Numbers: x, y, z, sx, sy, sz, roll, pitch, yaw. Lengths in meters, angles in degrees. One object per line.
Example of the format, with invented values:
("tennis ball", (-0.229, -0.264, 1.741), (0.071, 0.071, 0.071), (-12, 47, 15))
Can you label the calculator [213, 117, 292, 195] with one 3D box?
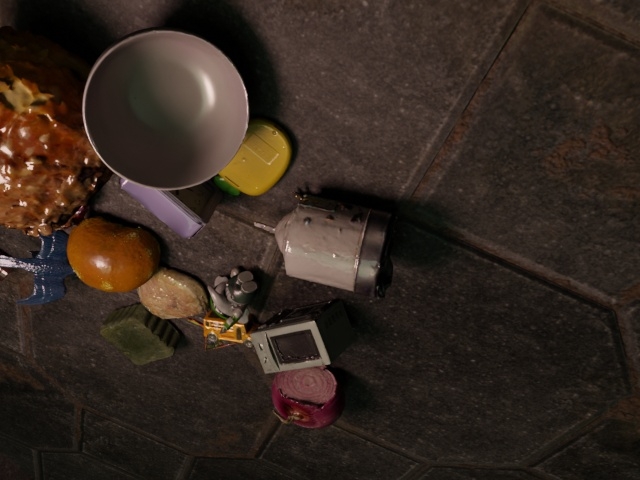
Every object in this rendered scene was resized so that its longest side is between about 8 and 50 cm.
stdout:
("calculator", (-0.150, -0.165, 1.256), (0.146, 0.032, 0.235), (37, 133, -14))

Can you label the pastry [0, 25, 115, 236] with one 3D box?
("pastry", (-0.553, -0.204, 1.182), (0.337, 0.292, 0.405), (8, 118, -24))

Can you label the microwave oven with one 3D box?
("microwave oven", (-0.045, 0.237, 1.506), (0.208, 0.162, 0.123), (-16, 99, 33))

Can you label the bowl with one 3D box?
("bowl", (-0.283, -0.250, 1.104), (0.286, 0.144, 0.287), (-9, 120, -15))

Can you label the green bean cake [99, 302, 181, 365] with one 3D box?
("green bean cake", (-0.532, 0.277, 1.791), (0.185, 0.094, 0.183), (-17, 123, 33))

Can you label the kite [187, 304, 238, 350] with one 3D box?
("kite", (-0.305, 0.270, 1.753), (0.183, 0.014, 0.241), (22, 137, 2))

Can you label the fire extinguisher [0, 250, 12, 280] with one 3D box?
("fire extinguisher", (-1.025, 0.012, 1.760), (0.267, 0.072, 0.089), (41, 170, -18))

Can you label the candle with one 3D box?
("candle", (0.000, 0.000, 1.251), (0.330, 0.187, 0.187), (13, 135, 12))

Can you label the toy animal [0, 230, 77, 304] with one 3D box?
("toy animal", (-0.738, 0.065, 1.639), (0.176, 0.255, 0.239), (14, 99, 43))

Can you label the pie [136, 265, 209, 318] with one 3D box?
("pie", (-0.414, 0.143, 1.646), (0.218, 0.052, 0.185), (-10, 128, 32))

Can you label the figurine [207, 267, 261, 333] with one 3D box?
("figurine", (-0.225, 0.145, 1.531), (0.147, 0.126, 0.192), (60, 142, 12))

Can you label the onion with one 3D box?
("onion", (-0.032, 0.446, 1.703), (0.207, 0.201, 0.201), (-10, 130, 3))

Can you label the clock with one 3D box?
("clock", (-0.316, -0.113, 1.293), (0.193, 0.145, 0.073), (42, 121, -20))

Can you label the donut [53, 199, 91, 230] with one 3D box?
("donut", (-0.667, -0.143, 1.438), (0.269, 0.103, 0.270), (12, 137, 11))

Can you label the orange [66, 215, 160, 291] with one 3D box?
("orange", (-0.534, 0.044, 1.520), (0.237, 0.158, 0.179), (20, 131, 5))

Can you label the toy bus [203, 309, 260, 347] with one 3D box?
("toy bus", (-0.236, 0.238, 1.648), (0.162, 0.069, 0.074), (6, 117, 14))
